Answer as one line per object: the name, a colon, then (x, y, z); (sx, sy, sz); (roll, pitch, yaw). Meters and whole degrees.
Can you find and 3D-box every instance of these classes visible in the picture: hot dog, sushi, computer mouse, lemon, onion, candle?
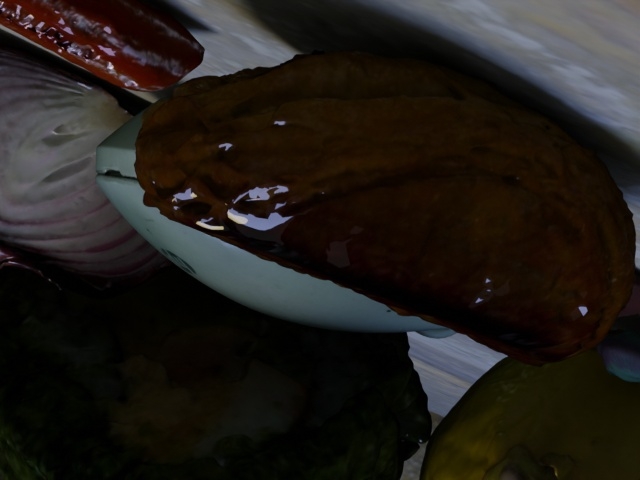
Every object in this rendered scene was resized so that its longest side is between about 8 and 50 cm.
hot dog: (0.035, -0.017, 0.785); (0.227, 0.099, 0.160); (26, 173, -35)
sushi: (-0.090, 0.108, 1.229); (0.352, 0.294, 0.178); (41, 143, 43)
computer mouse: (-0.003, 0.005, 1.110); (0.288, 0.097, 0.159); (27, 170, -28)
lemon: (0.188, 0.179, 1.208); (0.253, 0.253, 0.310); (18, 169, 37)
onion: (-0.185, -0.044, 1.173); (0.206, 0.151, 0.098); (44, 180, -23)
candle: (-0.170, -0.136, 0.769); (0.329, 0.048, 0.051); (28, -175, -42)

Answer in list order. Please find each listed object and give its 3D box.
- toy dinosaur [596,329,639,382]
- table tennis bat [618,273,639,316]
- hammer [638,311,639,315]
toy dinosaur: (0.186, 0.052, 0.882); (0.331, 0.129, 0.383); (26, 173, 42)
table tennis bat: (0.111, 0.025, 1.041); (0.158, 0.014, 0.095); (7, 165, -8)
hammer: (0.179, 0.040, 1.130); (0.029, 0.014, 0.123); (32, 174, -15)
